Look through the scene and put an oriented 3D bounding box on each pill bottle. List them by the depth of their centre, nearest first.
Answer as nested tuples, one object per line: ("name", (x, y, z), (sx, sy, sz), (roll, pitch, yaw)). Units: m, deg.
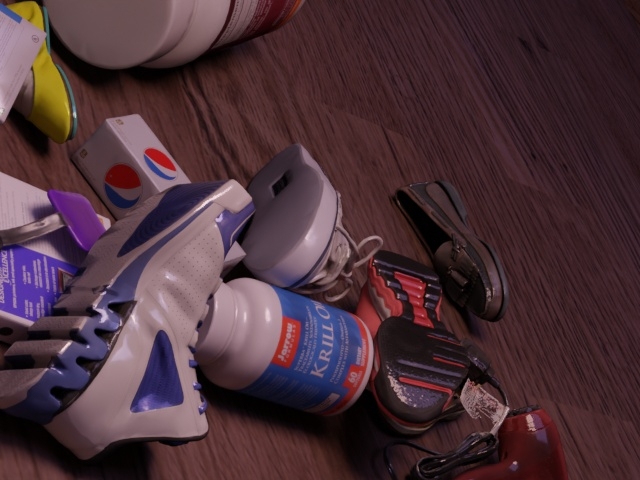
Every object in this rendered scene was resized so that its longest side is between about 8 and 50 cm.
("pill bottle", (-0.059, 0.112, 1.719), (0.221, 0.124, 0.124), (20, 38, -39))
("pill bottle", (-0.180, -0.347, 2.047), (0.224, 0.224, 0.392), (49, 28, 4))

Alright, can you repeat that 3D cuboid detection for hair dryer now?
("hair dryer", (0.207, 0.285, 1.909), (0.293, 0.080, 0.224), (42, 64, -16))

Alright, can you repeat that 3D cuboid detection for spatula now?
("spatula", (-0.299, -0.008, 1.548), (0.084, 0.030, 0.296), (56, 29, 13))

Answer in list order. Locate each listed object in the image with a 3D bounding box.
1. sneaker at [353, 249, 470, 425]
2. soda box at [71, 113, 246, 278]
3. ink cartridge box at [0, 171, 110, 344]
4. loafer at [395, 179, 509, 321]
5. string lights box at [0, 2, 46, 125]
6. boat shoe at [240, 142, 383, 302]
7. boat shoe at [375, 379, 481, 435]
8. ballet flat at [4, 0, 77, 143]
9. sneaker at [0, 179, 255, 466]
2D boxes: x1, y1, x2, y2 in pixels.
("sneaker", (0.093, 0.143, 1.861), (0.116, 0.136, 0.314), (19, 27, -11))
("soda box", (-0.186, -0.040, 1.796), (0.216, 0.074, 0.069), (52, 29, 10))
("ink cartridge box", (-0.297, 0.023, 1.592), (0.208, 0.045, 0.206), (27, 34, -36))
("loafer", (0.180, 0.016, 2.229), (0.084, 0.096, 0.267), (3, 40, -26))
("string lights box", (-0.434, -0.230, 1.658), (0.259, 0.076, 0.133), (34, 53, -22))
("boat shoe", (-0.007, 0.005, 1.902), (0.156, 0.136, 0.367), (47, 7, -16))
("boat shoe", (0.139, 0.189, 1.941), (0.068, 0.072, 0.190), (54, 29, 15))
("ballet flat", (-0.340, -0.194, 1.806), (0.077, 0.077, 0.231), (2, 45, -25))
("sneaker", (-0.165, 0.098, 1.530), (0.315, 0.127, 0.182), (-50, 119, -26))
